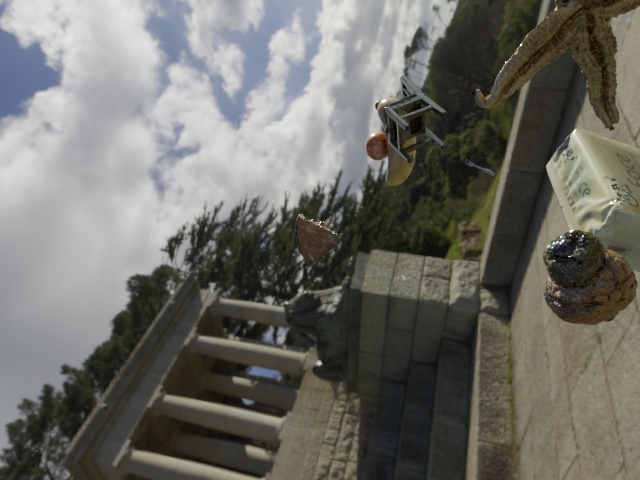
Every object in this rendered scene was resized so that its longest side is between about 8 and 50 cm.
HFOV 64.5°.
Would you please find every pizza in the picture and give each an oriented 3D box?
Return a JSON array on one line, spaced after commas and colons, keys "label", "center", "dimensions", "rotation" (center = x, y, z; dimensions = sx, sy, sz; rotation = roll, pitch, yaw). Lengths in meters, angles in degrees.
[{"label": "pizza", "center": [0.000, 0.000, 0.757], "dimensions": [0.025, 0.078, 0.083], "rotation": [-40, -52, -52]}]

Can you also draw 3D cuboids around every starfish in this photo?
[{"label": "starfish", "center": [0.548, -0.401, 1.023], "dimensions": [0.432, 0.323, 0.082], "rotation": [-59, 25, 19]}]

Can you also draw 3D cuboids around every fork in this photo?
[{"label": "fork", "center": [0.414, -0.191, 1.326], "dimensions": [0.115, 0.012, 0.016], "rotation": [46, 121, 51]}]

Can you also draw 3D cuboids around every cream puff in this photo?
[{"label": "cream puff", "center": [0.541, 0.061, 1.060], "dimensions": [0.169, 0.183, 0.183], "rotation": [53, -146, -24]}]

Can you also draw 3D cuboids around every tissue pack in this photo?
[{"label": "tissue pack", "center": [0.897, -0.117, 1.509], "dimensions": [0.405, 0.331, 0.205], "rotation": [-84, 12, -47]}]

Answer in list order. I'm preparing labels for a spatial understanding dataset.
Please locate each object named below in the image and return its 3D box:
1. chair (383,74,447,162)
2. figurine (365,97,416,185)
[{"label": "chair", "center": [0.261, -0.378, 1.563], "dimensions": [0.136, 0.147, 0.270], "rotation": [77, 167, -46]}, {"label": "figurine", "center": [0.260, -0.366, 1.893], "dimensions": [0.124, 0.222, 0.325], "rotation": [-8, -79, -47]}]
